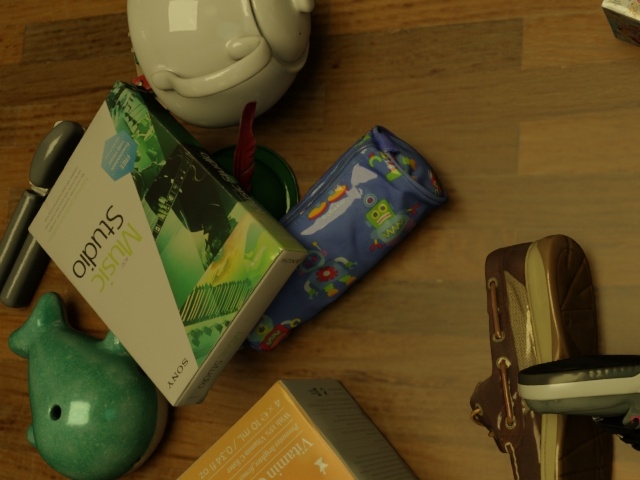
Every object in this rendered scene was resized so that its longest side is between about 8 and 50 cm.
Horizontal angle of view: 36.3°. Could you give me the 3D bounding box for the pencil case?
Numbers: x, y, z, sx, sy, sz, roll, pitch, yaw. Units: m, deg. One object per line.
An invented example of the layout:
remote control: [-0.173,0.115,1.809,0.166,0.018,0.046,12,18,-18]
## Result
pencil case: [0.000,0.000,1.144,0.306,0.133,0.119,-42,46,13]

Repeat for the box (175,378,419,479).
box: [0.018,0.349,1.062,0.215,0.168,0.345,-46,68,12]

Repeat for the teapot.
teapot: [-0.095,-0.258,1.158,0.187,0.252,0.256,-11,77,26]

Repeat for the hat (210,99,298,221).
hat: [-0.136,-0.061,1.183,0.173,0.183,0.208,15,88,24]

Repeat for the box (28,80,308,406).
box: [-0.189,-0.001,1.134,0.322,0.058,0.232,43,109,25]

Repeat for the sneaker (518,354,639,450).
sneaker: [0.332,0.200,0.931,0.296,0.124,0.178,1,88,-8]

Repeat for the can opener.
can opener: [-0.400,-0.042,1.358,0.074,0.093,0.280,28,99,24]

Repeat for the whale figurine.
whale figurine: [-0.322,0.185,1.256,0.216,0.141,0.272,-48,66,11]

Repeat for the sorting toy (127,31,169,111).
sorting toy: [-0.202,-0.260,1.319,0.132,0.046,0.274,-18,75,21]

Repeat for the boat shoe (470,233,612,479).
boat shoe: [0.223,0.169,1.035,0.123,0.123,0.342,-10,80,41]

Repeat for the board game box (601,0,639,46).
board game box: [0.376,-0.212,1.018,0.154,0.103,0.026,30,95,26]
